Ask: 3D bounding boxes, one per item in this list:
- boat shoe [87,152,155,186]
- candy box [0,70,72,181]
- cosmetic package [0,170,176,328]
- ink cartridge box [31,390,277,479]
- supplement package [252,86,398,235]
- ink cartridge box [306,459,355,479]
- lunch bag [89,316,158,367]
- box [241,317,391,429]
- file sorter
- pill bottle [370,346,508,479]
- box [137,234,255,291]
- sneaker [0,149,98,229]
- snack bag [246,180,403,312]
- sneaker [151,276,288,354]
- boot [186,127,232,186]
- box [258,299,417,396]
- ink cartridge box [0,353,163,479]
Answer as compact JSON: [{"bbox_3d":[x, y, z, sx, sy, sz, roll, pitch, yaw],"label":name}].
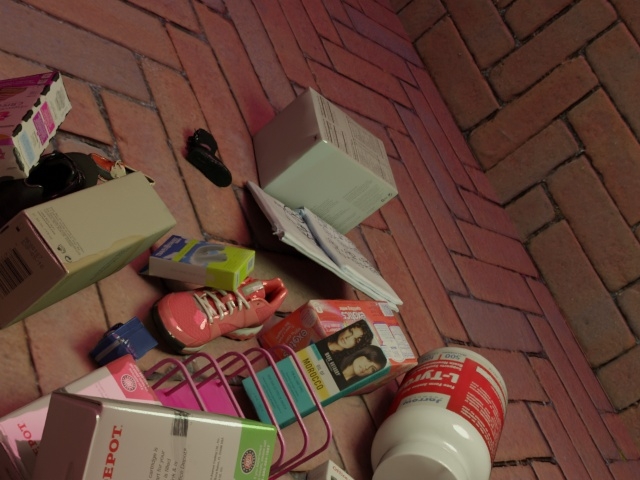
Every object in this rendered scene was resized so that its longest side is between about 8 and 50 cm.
[{"bbox_3d":[-0.365,-0.124,1.799,0.137,0.043,0.049,33,33,-33],"label":"boat shoe"},{"bbox_3d":[-0.491,-0.171,1.500,0.233,0.159,0.071,-84,164,-56],"label":"candy box"},{"bbox_3d":[-0.370,0.006,1.490,0.113,0.160,0.309,54,26,2],"label":"cosmetic package"},{"bbox_3d":[-0.201,0.297,1.178,0.273,0.114,0.198,19,79,-43],"label":"ink cartridge box"},{"bbox_3d":[0.009,-0.179,2.318,0.262,0.199,0.198,32,32,-37],"label":"supplement package"},{"bbox_3d":[0.023,0.458,1.685,0.099,0.056,0.135,42,28,-19],"label":"ink cartridge box"},{"bbox_3d":[-0.301,0.159,1.511,0.065,0.067,0.098,52,24,-2],"label":"lunch bag"},{"bbox_3d":[-0.006,0.237,1.719,0.100,0.244,0.060,60,-10,17],"label":"box"},{"bbox_3d":[-0.147,0.277,1.485,0.290,0.182,0.202,2,55,-59],"label":"file sorter"},{"bbox_3d":[0.229,0.387,1.924,0.229,0.229,0.408,51,25,-4],"label":"pill bottle"},{"bbox_3d":[-0.215,0.037,1.719,0.178,0.042,0.109,11,23,11],"label":"box"},{"bbox_3d":[-0.418,-0.090,1.566,0.109,0.130,0.286,47,24,-6],"label":"sneaker"},{"bbox_3d":[0.000,0.000,2.135,0.342,0.037,0.323,33,11,-29],"label":"snack bag"},{"bbox_3d":[-0.170,0.107,1.721,0.116,0.136,0.314,58,26,14],"label":"sneaker"},{"bbox_3d":[-0.232,-0.178,2.097,0.121,0.045,0.099,40,25,-24],"label":"boot"},{"bbox_3d":[0.041,0.215,1.930,0.300,0.142,0.154,5,53,-57],"label":"box"},{"bbox_3d":[-0.305,0.267,1.266,0.218,0.092,0.159,-25,78,-46],"label":"ink cartridge box"}]
